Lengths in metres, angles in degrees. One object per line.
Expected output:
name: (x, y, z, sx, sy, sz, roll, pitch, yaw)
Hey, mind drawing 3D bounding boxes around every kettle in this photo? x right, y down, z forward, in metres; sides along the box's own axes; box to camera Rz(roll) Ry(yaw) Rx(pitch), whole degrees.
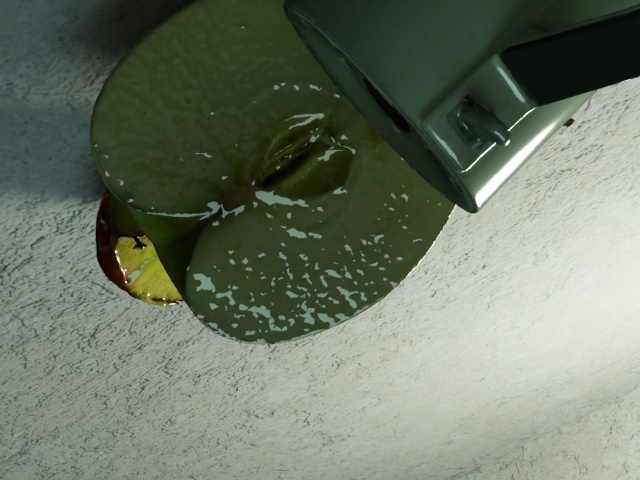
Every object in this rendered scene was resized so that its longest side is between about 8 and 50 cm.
kettle: (0.201, -0.222, 0.825, 0.377, 0.361, 0.250, -43, 115, 0)

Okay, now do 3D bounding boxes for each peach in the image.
peach: (-0.157, -0.015, 1.260, 0.268, 0.154, 0.158, -10, 143, -26)

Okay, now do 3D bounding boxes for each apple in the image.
apple: (-0.029, -0.090, 1.044, 0.360, 0.311, 0.320, -32, 159, -7)

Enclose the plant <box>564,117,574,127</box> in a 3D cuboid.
plant: (0.270, -0.177, 1.271, 0.116, 0.122, 0.104, -41, 156, 23)
